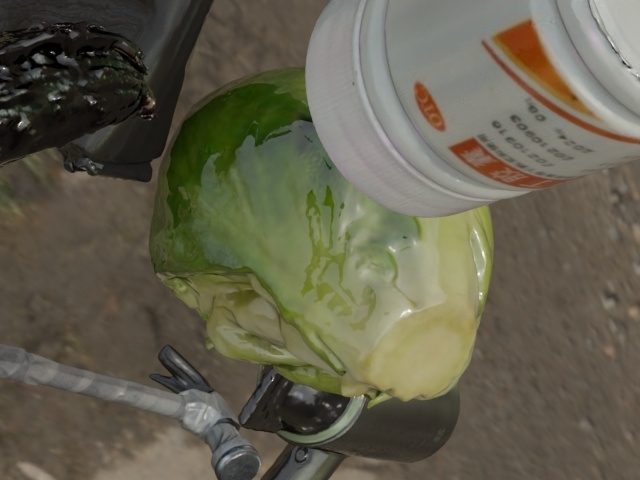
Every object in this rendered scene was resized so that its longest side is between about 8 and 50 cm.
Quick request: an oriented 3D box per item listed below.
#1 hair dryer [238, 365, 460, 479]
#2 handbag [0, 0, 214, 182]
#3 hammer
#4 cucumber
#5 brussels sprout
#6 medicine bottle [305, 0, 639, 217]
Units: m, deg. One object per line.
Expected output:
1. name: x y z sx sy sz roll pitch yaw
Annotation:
1. hair dryer: -0.036 0.158 1.142 0.078 0.195 0.248 39 99 26
2. handbag: -0.100 -0.179 0.887 0.223 0.080 0.247 45 123 35
3. hammer: -0.234 0.118 1.628 0.044 0.427 0.152 -54 45 18
4. cucumber: -0.131 -0.041 0.647 0.053 0.181 0.053 23 123 40
5. brussels sprout: 0.003 -0.008 0.877 0.183 0.131 0.145 17 79 38
6. medicine bottle: 0.043 -0.039 0.364 0.089 0.057 0.057 -18 63 55
